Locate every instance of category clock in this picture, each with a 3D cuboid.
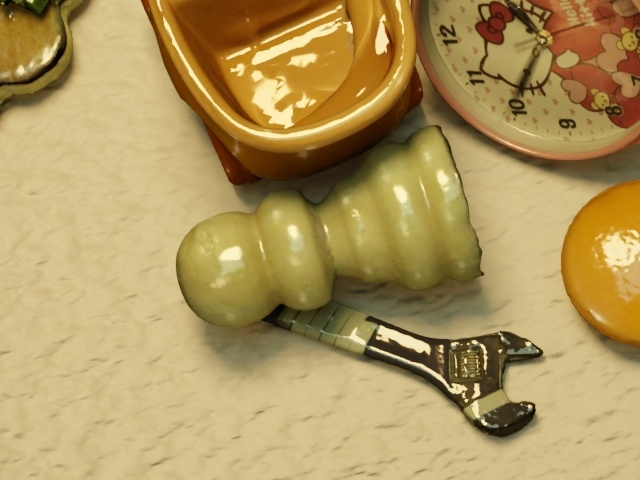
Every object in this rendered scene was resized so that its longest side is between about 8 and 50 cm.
[{"bbox_3d":[0.184,-0.169,1.380,0.244,0.244,0.056,24,49,15],"label":"clock"}]

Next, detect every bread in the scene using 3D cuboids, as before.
[{"bbox_3d":[-0.308,-0.229,1.555,0.207,0.056,0.287,-9,71,4],"label":"bread"}]

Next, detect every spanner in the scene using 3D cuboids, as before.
[{"bbox_3d":[0.037,0.074,1.421,0.315,0.024,0.087,20,73,15],"label":"spanner"}]

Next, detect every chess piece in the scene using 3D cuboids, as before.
[{"bbox_3d":[0.000,0.000,1.389,0.243,0.133,0.133,-16,69,0],"label":"chess piece"}]

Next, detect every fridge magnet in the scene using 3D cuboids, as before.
[{"bbox_3d":[0.268,0.019,1.386,0.143,0.063,0.143,-3,71,8],"label":"fridge magnet"}]

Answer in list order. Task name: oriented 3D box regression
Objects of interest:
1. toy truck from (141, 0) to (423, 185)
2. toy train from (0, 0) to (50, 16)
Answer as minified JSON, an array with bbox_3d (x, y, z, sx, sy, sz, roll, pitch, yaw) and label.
[{"bbox_3d":[-0.033,-0.178,1.421,0.204,0.211,0.288,-24,73,-3],"label":"toy truck"},{"bbox_3d":[-0.253,-0.244,1.506,0.056,0.038,0.093,29,77,10],"label":"toy train"}]
